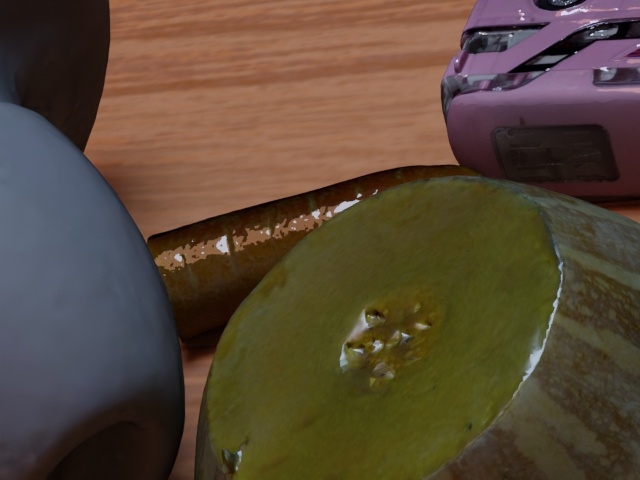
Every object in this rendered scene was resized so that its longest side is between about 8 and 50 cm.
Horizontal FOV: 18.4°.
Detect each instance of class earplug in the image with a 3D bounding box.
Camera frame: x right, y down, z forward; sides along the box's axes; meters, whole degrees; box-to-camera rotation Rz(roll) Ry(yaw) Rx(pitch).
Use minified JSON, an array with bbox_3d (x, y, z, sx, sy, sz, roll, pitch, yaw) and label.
[{"bbox_3d":[-0.138,-0.004,0.766,0.175,0.214,0.325,5,39,-7],"label":"earplug"}]

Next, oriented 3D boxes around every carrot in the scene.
[{"bbox_3d":[0.000,0.000,0.795,0.139,0.048,0.048,-18,35,8],"label":"carrot"}]

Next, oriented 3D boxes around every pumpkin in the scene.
[{"bbox_3d":[0.042,0.040,0.677,0.217,0.110,0.217,-14,41,12],"label":"pumpkin"}]

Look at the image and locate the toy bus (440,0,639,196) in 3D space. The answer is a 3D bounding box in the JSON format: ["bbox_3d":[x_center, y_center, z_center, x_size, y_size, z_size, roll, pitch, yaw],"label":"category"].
[{"bbox_3d":[0.149,-0.063,0.783,0.203,0.063,0.090,0,42,27],"label":"toy bus"}]
